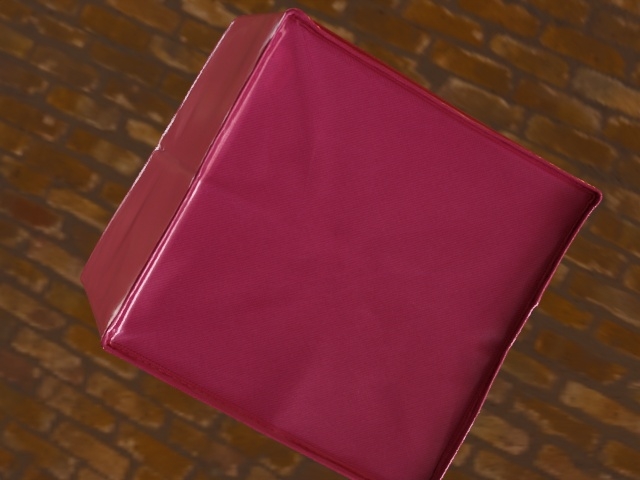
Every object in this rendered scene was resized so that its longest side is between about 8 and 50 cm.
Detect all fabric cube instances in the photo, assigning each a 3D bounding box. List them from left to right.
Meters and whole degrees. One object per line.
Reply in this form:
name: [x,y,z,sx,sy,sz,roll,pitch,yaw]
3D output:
fabric cube: [0.000,0.000,1.132,0.254,0.258,0.259,30,-90,-12]
